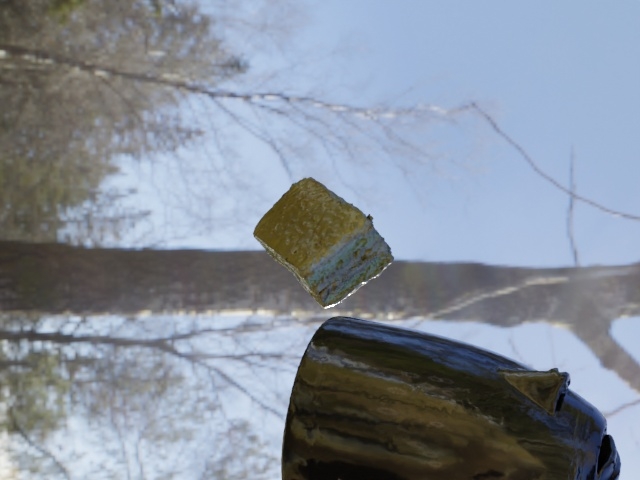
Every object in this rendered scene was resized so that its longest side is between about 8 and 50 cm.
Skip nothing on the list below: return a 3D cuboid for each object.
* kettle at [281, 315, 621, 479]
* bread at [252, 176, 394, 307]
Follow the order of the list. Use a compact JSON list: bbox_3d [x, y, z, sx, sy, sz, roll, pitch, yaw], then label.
[{"bbox_3d":[0.132,0.221,0.962,0.207,0.291,0.268,-51,145,-58],"label":"kettle"},{"bbox_3d":[0.000,0.000,1.443,0.196,0.138,0.102,37,-19,53],"label":"bread"}]
